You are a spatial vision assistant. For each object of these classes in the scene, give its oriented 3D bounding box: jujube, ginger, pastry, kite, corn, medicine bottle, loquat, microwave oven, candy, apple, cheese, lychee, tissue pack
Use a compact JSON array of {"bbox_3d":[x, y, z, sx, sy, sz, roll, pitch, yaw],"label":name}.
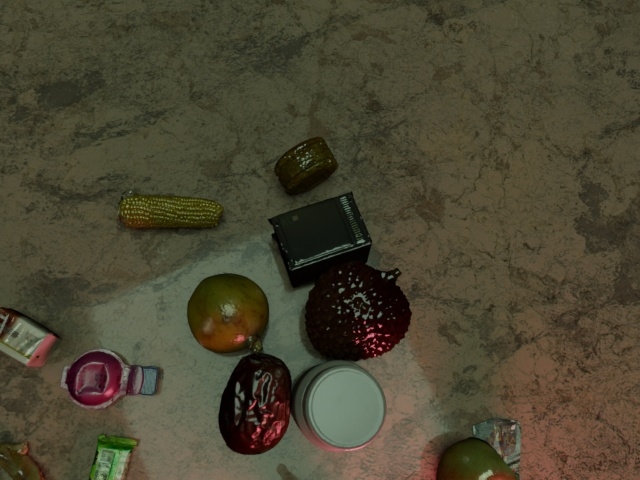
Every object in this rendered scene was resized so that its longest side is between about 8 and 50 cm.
[{"bbox_3d":[-0.163,0.417,1.313,0.183,0.183,0.243,13,95,-2],"label":"jujube"},{"bbox_3d":[-0.719,0.616,1.263,0.131,0.086,0.294,-43,74,-5],"label":"ginger"},{"bbox_3d":[-0.042,-0.213,1.494,0.189,0.188,0.103,-30,82,-12],"label":"pastry"},{"bbox_3d":[0.497,0.611,1.412,0.141,0.015,0.245,-3,72,-5],"label":"kite"},{"bbox_3d":[-0.421,-0.082,1.470,0.293,0.106,0.106,2,75,-10],"label":"corn"},{"bbox_3d":[0.037,0.396,1.257,0.208,0.339,0.208,2,74,-5],"label":"medicine bottle"},{"bbox_3d":[-0.228,0.201,1.351,0.213,0.213,0.246,-39,60,-14],"label":"loquat"},{"bbox_3d":[0.001,0.001,1.445,0.248,0.188,0.178,-19,72,-6],"label":"microwave oven"},{"bbox_3d":[-0.533,0.589,1.308,0.102,0.032,0.178,11,73,-6],"label":"candy"},{"bbox_3d":[0.389,0.608,1.311,0.174,0.188,0.207,10,73,-2],"label":"apple"},{"bbox_3d":[-0.549,0.361,1.353,0.244,0.062,0.155,3,75,-6],"label":"cheese"},{"bbox_3d":[0.095,0.180,1.362,0.276,0.276,0.304,44,94,7],"label":"lychee"},{"bbox_3d":[-0.772,0.249,1.339,0.149,0.106,0.099,29,74,2],"label":"tissue pack"}]
